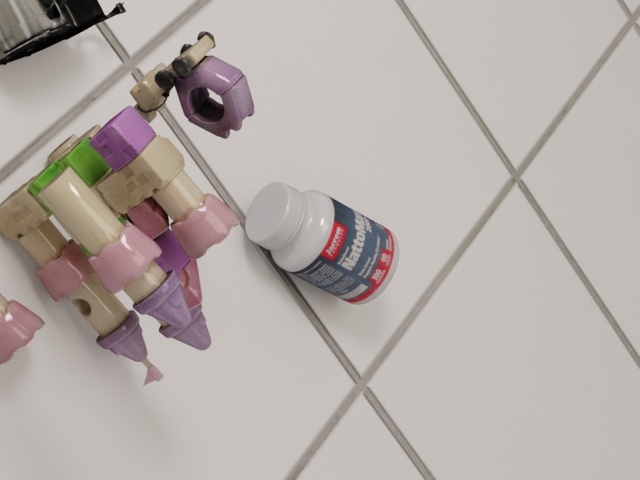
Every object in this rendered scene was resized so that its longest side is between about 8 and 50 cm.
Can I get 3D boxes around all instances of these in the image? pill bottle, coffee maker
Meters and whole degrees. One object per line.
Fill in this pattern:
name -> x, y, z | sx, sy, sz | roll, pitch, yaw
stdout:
pill bottle -> 0.000, 0.000, 2.004 | 0.180, 0.108, 0.108 | 27, 57, -35
coffee maker -> -0.329, -0.305, 1.807 | 0.178, 0.120, 0.171 | 65, 20, -6

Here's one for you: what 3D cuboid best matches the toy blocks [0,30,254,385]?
toy blocks -> -0.182, 0.006, 1.696 | 0.260, 0.288, 0.309 | 48, 45, -12
